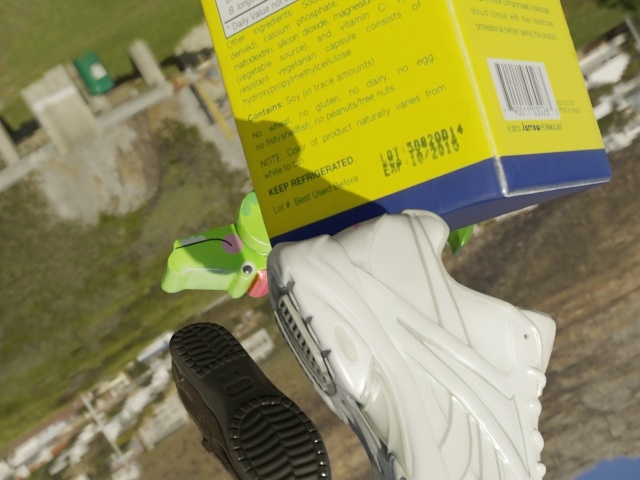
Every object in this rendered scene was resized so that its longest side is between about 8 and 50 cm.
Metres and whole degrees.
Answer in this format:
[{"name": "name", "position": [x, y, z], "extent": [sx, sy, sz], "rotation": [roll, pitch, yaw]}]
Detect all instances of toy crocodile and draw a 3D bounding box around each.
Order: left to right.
[{"name": "toy crocodile", "position": [0.000, 0.000, 1.096], "extent": [0.340, 0.105, 0.115], "rotation": [-14, 163, -26]}]

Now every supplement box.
[{"name": "supplement box", "position": [0.048, -0.180, 0.794], "extent": [0.194, 0.357, 0.195], "rotation": [-19, 175, 35]}]

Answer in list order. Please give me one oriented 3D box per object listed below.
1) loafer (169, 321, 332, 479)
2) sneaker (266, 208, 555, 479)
[{"name": "loafer", "position": [-0.063, 0.168, 0.940], "extent": [0.080, 0.220, 0.078], "rotation": [-16, 141, -27]}, {"name": "sneaker", "position": [0.072, 0.083, 0.487], "extent": [0.115, 0.232, 0.090], "rotation": [-27, 173, -14]}]
